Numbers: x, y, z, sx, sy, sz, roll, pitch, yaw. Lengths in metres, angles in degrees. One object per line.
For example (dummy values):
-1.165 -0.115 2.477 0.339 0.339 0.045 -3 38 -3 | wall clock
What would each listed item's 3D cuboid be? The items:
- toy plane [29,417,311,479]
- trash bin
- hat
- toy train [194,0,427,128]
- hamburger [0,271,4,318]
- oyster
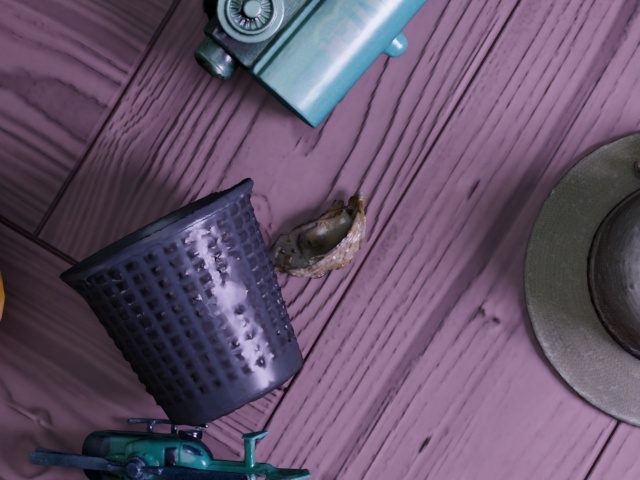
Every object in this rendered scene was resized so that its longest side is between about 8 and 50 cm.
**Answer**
-0.113 0.178 1.570 0.235 0.096 0.060 2 89 23 | toy plane
-0.100 0.058 1.574 0.175 0.175 0.161 -25 96 1 | trash bin
0.294 0.028 1.559 0.257 0.130 0.257 0 85 3 | hat
0.012 -0.210 1.623 0.159 0.101 0.248 42 89 -10 | toy train
-0.383 -0.013 1.531 0.302 0.261 0.186 42 87 -10 | hamburger
0.000 0.000 1.637 0.083 0.038 0.081 -5 56 30 | oyster
